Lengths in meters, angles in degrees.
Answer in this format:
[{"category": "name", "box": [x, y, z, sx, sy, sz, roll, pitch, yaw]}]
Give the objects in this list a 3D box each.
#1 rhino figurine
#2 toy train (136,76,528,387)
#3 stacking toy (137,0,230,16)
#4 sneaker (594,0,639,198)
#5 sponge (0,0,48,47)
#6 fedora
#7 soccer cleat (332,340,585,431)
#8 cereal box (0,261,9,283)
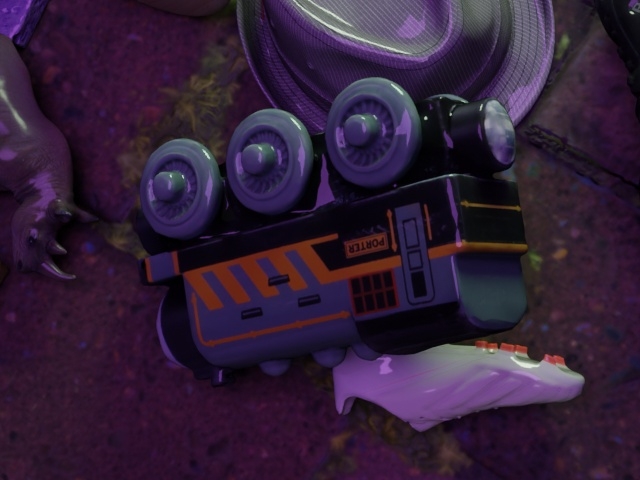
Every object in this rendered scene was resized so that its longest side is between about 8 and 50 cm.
[{"category": "rhino figurine", "box": [-0.264, -0.070, 1.181, 0.106, 0.073, 0.243, -32, 77, 8]}, {"category": "toy train", "box": [0.000, 0.000, 1.042, 0.334, 0.142, 0.190, -14, 79, 33]}, {"category": "stacking toy", "box": [-0.088, -0.362, 1.168, 0.141, 0.141, 0.330, 17, 80, 15]}, {"category": "sneaker", "box": [0.264, -0.152, 1.078, 0.124, 0.107, 0.283, 11, 76, 25]}, {"category": "sponge", "box": [-0.267, -0.287, 1.241, 0.117, 0.031, 0.210, 25, 87, 15]}, {"category": "fedora", "box": [0.048, -0.191, 1.107, 0.243, 0.124, 0.275, -37, 75, 5]}, {"category": "soccer cleat", "box": [0.103, 0.112, 1.076, 0.196, 0.068, 0.076, 6, 86, 20]}, {"category": "cereal box", "box": [-0.410, 0.030, 1.189, 0.240, 0.047, 0.173, 33, 82, 9]}]
